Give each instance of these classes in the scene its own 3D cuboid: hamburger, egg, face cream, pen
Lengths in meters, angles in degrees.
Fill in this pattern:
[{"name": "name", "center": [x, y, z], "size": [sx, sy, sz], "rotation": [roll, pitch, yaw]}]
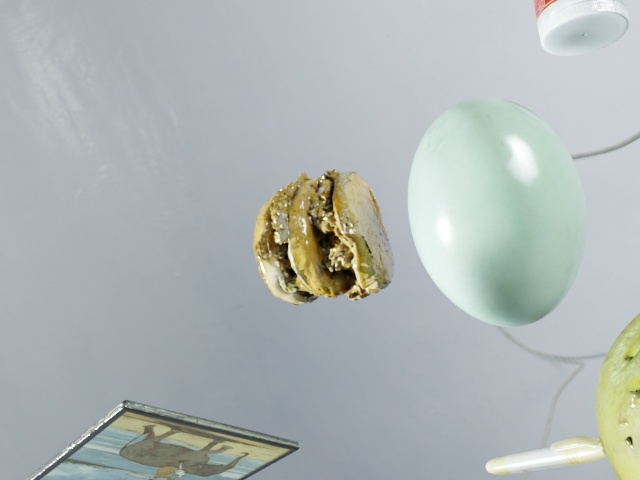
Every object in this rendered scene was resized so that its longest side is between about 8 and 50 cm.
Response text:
[{"name": "hamburger", "center": [0.006, -0.009, 1.387], "size": [0.211, 0.260, 0.245], "rotation": [-15, 77, 25]}, {"name": "egg", "center": [0.283, -0.040, 1.222], "size": [0.276, 0.276, 0.389], "rotation": [-4, 117, 37]}, {"name": "face cream", "center": [0.606, -0.565, 1.782], "size": [0.201, 0.201, 0.187], "rotation": [-18, 70, 40]}, {"name": "pen", "center": [0.322, 0.314, 1.103], "size": [0.040, 0.032, 0.233], "rotation": [47, 141, -8]}]

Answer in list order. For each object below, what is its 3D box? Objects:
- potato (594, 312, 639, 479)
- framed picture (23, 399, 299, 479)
[{"name": "potato", "center": [0.393, 0.194, 0.601], "size": [0.359, 0.269, 0.219], "rotation": [47, 127, 10]}, {"name": "framed picture", "center": [-0.232, 0.317, 1.062], "size": [0.265, 0.016, 0.347], "rotation": [23, 137, -31]}]
